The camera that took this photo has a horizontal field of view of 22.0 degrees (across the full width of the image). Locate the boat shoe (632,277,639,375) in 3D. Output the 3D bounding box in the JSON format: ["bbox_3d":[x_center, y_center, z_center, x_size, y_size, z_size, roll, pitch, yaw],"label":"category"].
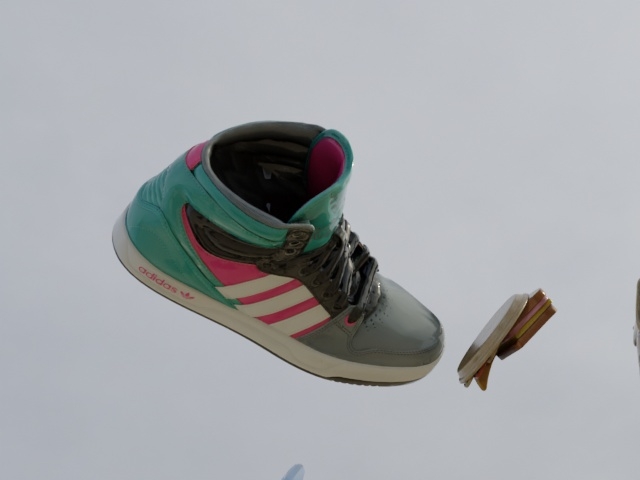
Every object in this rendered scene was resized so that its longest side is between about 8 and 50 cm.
[{"bbox_3d":[0.308,0.066,1.386,0.121,0.341,0.110,34,-58,-9],"label":"boat shoe"}]

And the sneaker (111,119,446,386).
[{"bbox_3d":[0.000,0.000,1.312,0.295,0.124,0.178,23,-43,-15],"label":"sneaker"}]

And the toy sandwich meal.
[{"bbox_3d":[0.126,0.069,1.127,0.029,0.085,0.085,37,-43,0],"label":"toy sandwich meal"}]

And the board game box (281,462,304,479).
[{"bbox_3d":[-0.062,0.278,1.514,0.033,0.133,0.169,20,-64,13],"label":"board game box"}]
